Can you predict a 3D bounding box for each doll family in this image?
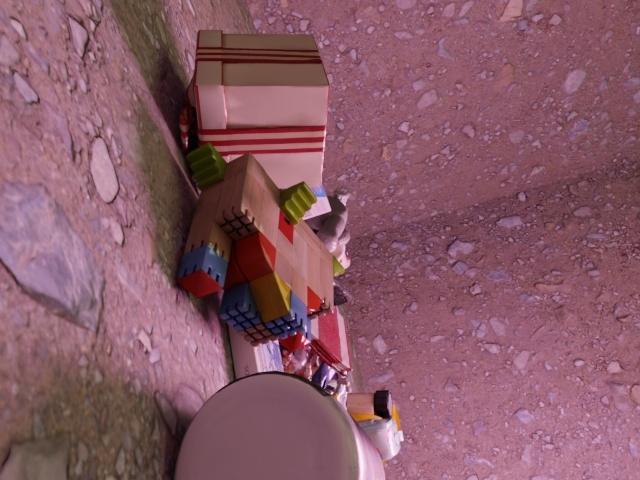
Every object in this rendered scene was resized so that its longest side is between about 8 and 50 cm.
[{"bbox_3d":[-0.002,0.351,1.144,0.163,0.118,0.263,-49,129,-46],"label":"doll family"}]

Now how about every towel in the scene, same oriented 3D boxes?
[{"bbox_3d":[-0.050,0.144,1.164,0.329,0.037,0.237,46,15,-17],"label":"towel"}]

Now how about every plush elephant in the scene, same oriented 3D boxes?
[{"bbox_3d":[-0.025,-0.028,1.754,0.330,0.271,0.256,-37,156,-52],"label":"plush elephant"}]

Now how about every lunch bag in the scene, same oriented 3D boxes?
[{"bbox_3d":[0.109,0.541,1.354,0.279,0.223,0.108,58,17,-71],"label":"lunch bag"}]

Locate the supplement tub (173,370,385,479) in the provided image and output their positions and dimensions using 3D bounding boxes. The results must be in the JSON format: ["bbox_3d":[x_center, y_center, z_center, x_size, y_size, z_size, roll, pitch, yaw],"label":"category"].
[{"bbox_3d":[-0.026,0.308,0.646,0.338,0.206,0.207,66,9,-58],"label":"supplement tub"}]

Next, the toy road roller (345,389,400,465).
[{"bbox_3d":[0.155,0.670,1.724,0.330,0.202,0.241,68,22,-49],"label":"toy road roller"}]

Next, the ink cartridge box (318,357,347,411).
[{"bbox_3d":[0.045,0.500,1.565,0.171,0.056,0.235,-116,-168,-77],"label":"ink cartridge box"}]

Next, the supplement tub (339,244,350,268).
[{"bbox_3d":[0.000,0.000,2.046,0.191,0.191,0.273,-52,126,-84],"label":"supplement tub"}]

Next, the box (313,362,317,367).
[{"bbox_3d":[-0.030,0.363,1.485,0.116,0.029,0.162,47,26,-81],"label":"box"}]

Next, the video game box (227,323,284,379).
[{"bbox_3d":[-0.103,0.253,0.903,0.187,0.048,0.205,57,17,-66],"label":"video game box"}]

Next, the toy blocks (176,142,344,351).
[{"bbox_3d":[-0.088,0.050,0.840,0.381,0.190,0.261,51,27,-38],"label":"toy blocks"}]

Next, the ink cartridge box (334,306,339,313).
[{"bbox_3d":[0.023,0.298,1.973,0.235,0.088,0.193,-101,172,-49],"label":"ink cartridge box"}]

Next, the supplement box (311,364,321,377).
[{"bbox_3d":[-0.011,0.402,1.388,0.036,0.062,0.099,68,8,-63],"label":"supplement box"}]

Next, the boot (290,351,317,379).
[{"bbox_3d":[-0.054,0.222,1.296,0.207,0.090,0.249,-93,170,-78],"label":"boot"}]

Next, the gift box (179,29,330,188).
[{"bbox_3d":[-0.131,-0.224,0.960,0.255,0.257,0.277,-103,-165,-50],"label":"gift box"}]

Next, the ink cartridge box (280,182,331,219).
[{"bbox_3d":[-0.089,-0.115,1.327,0.148,0.202,0.086,67,7,-59],"label":"ink cartridge box"}]

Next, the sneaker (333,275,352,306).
[{"bbox_3d":[0.042,0.149,1.718,0.267,0.101,0.106,64,9,-62],"label":"sneaker"}]

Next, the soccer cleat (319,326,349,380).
[{"bbox_3d":[0.029,0.337,1.513,0.318,0.116,0.109,-66,158,-80],"label":"soccer cleat"}]
